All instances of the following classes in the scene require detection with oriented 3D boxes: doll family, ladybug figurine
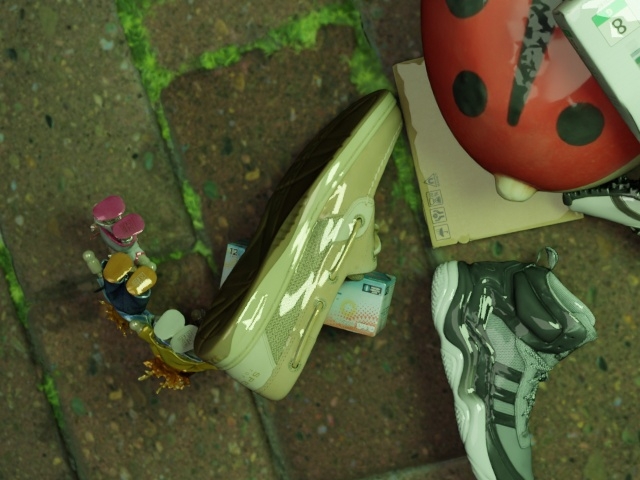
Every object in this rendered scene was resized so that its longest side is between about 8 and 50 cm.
[{"bbox_3d":[-0.188,0.077,1.293,0.263,0.163,0.118,42,72,7],"label":"doll family"},{"bbox_3d":[0.232,-0.247,1.064,0.305,0.162,0.449,15,104,19],"label":"ladybug figurine"}]

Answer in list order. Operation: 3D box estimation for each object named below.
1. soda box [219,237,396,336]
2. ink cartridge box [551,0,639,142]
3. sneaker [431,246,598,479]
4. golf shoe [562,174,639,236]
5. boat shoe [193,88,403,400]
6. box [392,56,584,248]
[{"bbox_3d":[-0.015,0.049,1.286,0.183,0.058,0.063,14,100,12],"label":"soda box"},{"bbox_3d":[0.325,-0.150,0.960,0.181,0.056,0.225,-36,101,7],"label":"ink cartridge box"},{"bbox_3d":[0.214,0.139,1.211,0.153,0.101,0.268,-14,91,19],"label":"sneaker"},{"bbox_3d":[0.336,-0.014,1.168,0.198,0.077,0.094,6,104,11],"label":"golf shoe"},{"bbox_3d":[0.000,0.000,1.213,0.110,0.121,0.341,36,75,-18],"label":"boat shoe"},{"bbox_3d":[0.175,-0.104,1.232,0.164,0.021,0.201,-12,94,17],"label":"box"}]
